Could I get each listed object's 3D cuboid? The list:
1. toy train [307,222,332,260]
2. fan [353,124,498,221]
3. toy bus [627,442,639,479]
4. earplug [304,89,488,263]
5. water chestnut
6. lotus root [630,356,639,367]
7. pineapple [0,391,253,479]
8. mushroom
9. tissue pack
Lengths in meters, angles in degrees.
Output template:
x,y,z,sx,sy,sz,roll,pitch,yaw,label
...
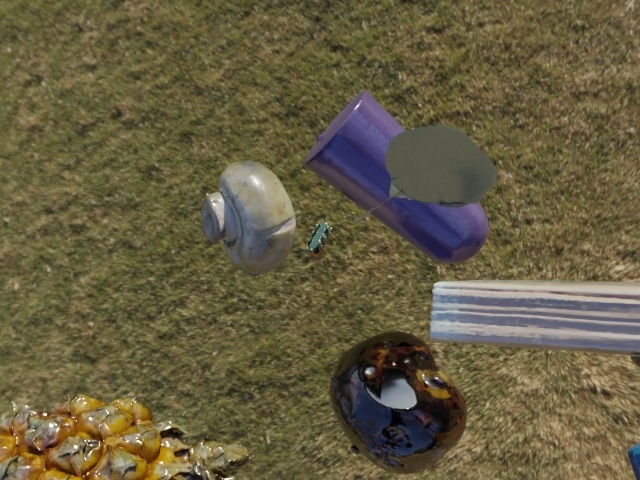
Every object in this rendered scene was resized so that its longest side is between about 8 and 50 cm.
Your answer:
x,y,z,sx,sy,sz,roll,pitch,yaw,label
0.000,0.000,1.589,0.044,0.064,0.103,13,58,25,toy train
0.150,-0.092,0.992,0.310,0.182,0.010,-30,28,48,fan
0.472,0.352,0.692,0.114,0.134,0.246,-32,63,45,toy bus
0.196,-0.117,1.340,0.456,0.215,0.215,39,97,-11,earplug
0.170,0.403,1.407,0.335,0.335,0.346,38,130,23,water chestnut
0.815,0.260,1.434,0.097,0.259,0.110,13,101,32,lotus root
-0.213,0.338,0.676,0.287,0.209,0.344,-19,104,-4,pineapple
-0.150,-0.041,1.245,0.255,0.184,0.254,18,112,52,mushroom
0.292,0.075,0.582,0.326,0.170,0.071,-1,85,32,tissue pack
